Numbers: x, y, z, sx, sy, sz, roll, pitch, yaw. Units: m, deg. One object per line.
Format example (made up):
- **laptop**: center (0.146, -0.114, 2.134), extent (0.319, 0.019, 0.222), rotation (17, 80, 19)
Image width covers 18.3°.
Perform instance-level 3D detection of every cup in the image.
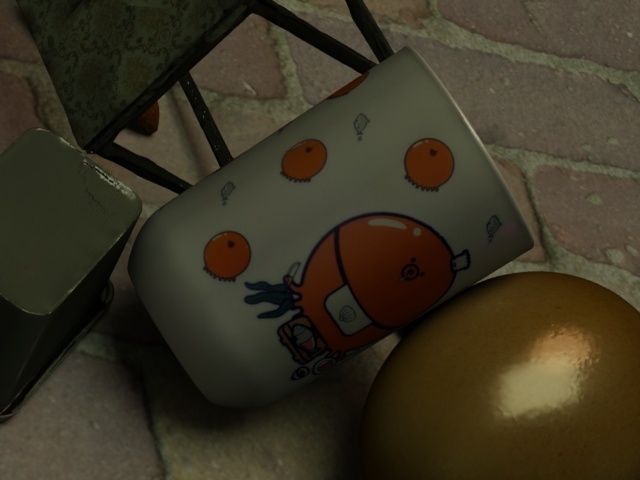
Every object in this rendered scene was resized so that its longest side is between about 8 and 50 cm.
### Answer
- **cup**: center (0.000, 0.000, 1.763), extent (0.212, 0.317, 0.212), rotation (58, 0, -1)

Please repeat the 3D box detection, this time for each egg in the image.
- **egg**: center (0.175, 0.161, 1.782), extent (0.322, 0.250, 0.250), rotation (-25, 67, -41)

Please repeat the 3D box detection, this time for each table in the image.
- **table**: center (-0.113, -0.222, 1.900), extent (0.272, 0.222, 0.335), rotation (27, 29, -48)

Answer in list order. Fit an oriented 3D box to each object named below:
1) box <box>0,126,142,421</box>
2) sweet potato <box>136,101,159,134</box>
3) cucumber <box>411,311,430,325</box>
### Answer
- **box**: center (-0.263, 0.020, 1.707), extent (0.163, 0.135, 0.243), rotation (36, 39, 1)
- **sweet potato**: center (-0.226, -0.191, 2.010), extent (0.058, 0.055, 0.202), rotation (-35, 74, -22)
- **cucumber**: center (0.075, -0.002, 2.015), extent (0.081, 0.072, 0.303), rotation (-2, 52, -37)
